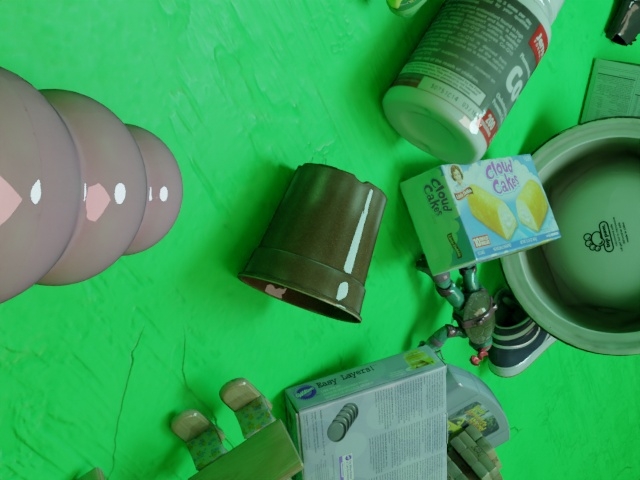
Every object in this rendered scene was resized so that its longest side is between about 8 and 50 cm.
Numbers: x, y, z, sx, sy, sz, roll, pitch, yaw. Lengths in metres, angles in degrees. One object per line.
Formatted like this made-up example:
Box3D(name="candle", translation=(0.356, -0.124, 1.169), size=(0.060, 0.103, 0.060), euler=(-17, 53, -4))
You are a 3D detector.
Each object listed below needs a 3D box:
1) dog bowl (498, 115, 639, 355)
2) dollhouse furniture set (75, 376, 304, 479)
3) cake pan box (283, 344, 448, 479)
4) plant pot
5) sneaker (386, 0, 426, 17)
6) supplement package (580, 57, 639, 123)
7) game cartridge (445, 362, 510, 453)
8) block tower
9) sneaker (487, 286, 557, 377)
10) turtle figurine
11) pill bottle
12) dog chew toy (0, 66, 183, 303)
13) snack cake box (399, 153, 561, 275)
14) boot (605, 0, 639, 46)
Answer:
Box3D(name="dog bowl", translation=(0.527, -0.006, 1.583), size=(0.150, 0.407, 0.408), euler=(7, 102, -65))
Box3D(name="dollhouse furniture set", translation=(-0.143, 0.297, 1.071), size=(0.242, 0.212, 0.161), euler=(-34, 138, 1))
Box3D(name="cake pan box", translation=(0.075, 0.312, 1.375), size=(0.245, 0.070, 0.267), euler=(-15, 121, -16))
Box3D(name="plant pot", translation=(0.000, 0.000, 1.147), size=(0.167, 0.167, 0.165), euler=(34, 72, -51))
Box3D(name="sneaker", translation=(0.158, -0.415, 1.189), size=(0.296, 0.109, 0.123), euler=(-53, 162, -21))
Box3D(name="supplement package", translation=(0.631, -0.202, 1.750), size=(0.199, 0.198, 0.263), euler=(-8, 113, -48))
Box3D(name="game cartridge", translation=(0.216, 0.317, 1.551), size=(0.196, 0.060, 0.294), euler=(-35, 139, 7))
Box3D(name="block tower", translation=(0.159, 0.455, 1.504), size=(0.335, 0.091, 0.097), euler=(-38, 140, -6))
Box3D(name="sneaker", translation=(0.420, 0.125, 1.737), size=(0.282, 0.099, 0.153), euler=(-41, 136, -26))
Box3D(name="turtle figurine", translation=(0.238, 0.112, 1.509), size=(0.175, 0.118, 0.234), euler=(-46, 128, -42))
Box3D(name="pill bottle", translation=(0.222, -0.263, 1.268), size=(0.283, 0.161, 0.161), euler=(-57, 141, -12))
Box3D(name="dog chew toy", translation=(-0.250, -0.047, 0.794), size=(0.331, 0.206, 0.207), euler=(-3, 110, -57))
Box3D(name="snack cake box", translation=(0.256, -0.046, 1.416), size=(0.264, 0.089, 0.152), euler=(-12, 81, -47))
Box3D(name="boot", translation=(0.626, -0.424, 1.751), size=(0.197, 0.077, 0.137), euler=(19, 97, -39))
